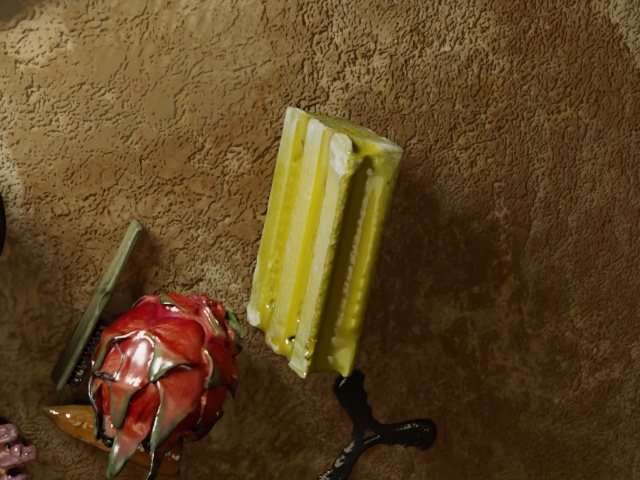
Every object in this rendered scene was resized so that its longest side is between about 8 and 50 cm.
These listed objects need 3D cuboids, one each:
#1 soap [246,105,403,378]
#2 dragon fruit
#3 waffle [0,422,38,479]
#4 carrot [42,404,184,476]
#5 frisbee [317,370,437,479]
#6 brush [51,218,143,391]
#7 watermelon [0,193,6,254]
[{"bbox_3d":[0.000,0.000,1.512,0.091,0.199,0.315,4,106,-29],"label":"soap"},{"bbox_3d":[-0.208,0.181,1.496,0.193,0.192,0.274,39,69,-3],"label":"dragon fruit"},{"bbox_3d":[-0.501,0.301,1.511,0.234,0.055,0.221,-47,116,3],"label":"waffle"},{"bbox_3d":[-0.281,0.261,1.572,0.205,0.072,0.072,23,100,-25],"label":"carrot"},{"bbox_3d":[0.067,0.308,1.754,0.211,0.012,0.187,32,97,-29],"label":"frisbee"},{"bbox_3d":[-0.285,0.088,1.522,0.036,0.043,0.248,22,100,-33],"label":"brush"},{"bbox_3d":[-0.464,-0.017,1.322,0.212,0.212,0.212,-7,112,-18],"label":"watermelon"}]
